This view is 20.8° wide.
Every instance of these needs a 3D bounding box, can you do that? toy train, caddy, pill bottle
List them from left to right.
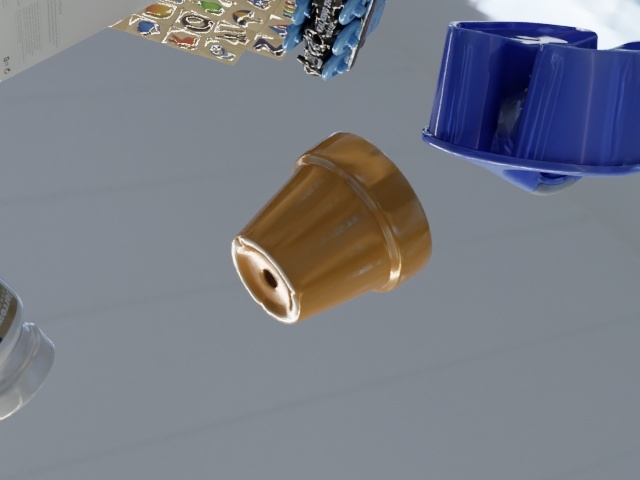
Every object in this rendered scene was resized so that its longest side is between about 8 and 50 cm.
[{"bbox_3d":[-0.426,0.078,1.935,0.265,0.153,0.153,48,-162,-32],"label":"pill bottle"},{"bbox_3d":[0.024,-0.240,1.764,0.080,0.184,0.105,38,-119,11],"label":"toy train"},{"bbox_3d":[0.261,-0.138,1.912,0.241,0.179,0.341,14,-166,34],"label":"caddy"}]

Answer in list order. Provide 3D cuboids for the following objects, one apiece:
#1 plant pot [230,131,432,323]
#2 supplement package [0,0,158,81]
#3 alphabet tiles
[{"bbox_3d":[0.000,0.000,2.140,0.188,0.205,0.205,-35,-119,-25],"label":"plant pot"},{"bbox_3d":[-0.276,-0.304,1.717,0.203,0.194,0.149,-31,-116,-24],"label":"supplement package"},{"bbox_3d":[-0.184,-0.342,2.444,0.342,0.285,0.011,16,-115,-15],"label":"alphabet tiles"}]
